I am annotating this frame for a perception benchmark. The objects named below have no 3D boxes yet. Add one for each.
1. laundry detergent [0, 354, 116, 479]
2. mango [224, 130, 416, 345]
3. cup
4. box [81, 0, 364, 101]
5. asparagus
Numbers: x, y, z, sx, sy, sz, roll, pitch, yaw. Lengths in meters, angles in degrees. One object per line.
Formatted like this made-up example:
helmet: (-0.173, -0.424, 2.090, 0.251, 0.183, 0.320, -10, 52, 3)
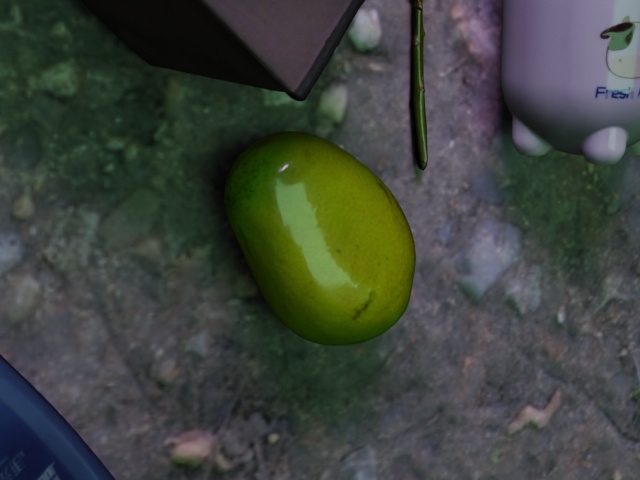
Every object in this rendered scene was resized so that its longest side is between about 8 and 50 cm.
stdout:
laundry detergent: (-0.181, 0.188, 0.765, 0.143, 0.094, 0.290, -49, 121, -15)
mango: (0.005, -0.003, 0.841, 0.117, 0.089, 0.163, -33, 116, -22)
cup: (0.215, -0.136, 0.920, 0.173, 0.134, 0.142, -10, 107, -38)
box: (-0.085, -0.229, 0.675, 0.252, 0.153, 0.188, 39, 77, -42)
asparagus: (0.072, -0.133, 0.900, 0.016, 0.013, 0.166, 0, 104, 11)
